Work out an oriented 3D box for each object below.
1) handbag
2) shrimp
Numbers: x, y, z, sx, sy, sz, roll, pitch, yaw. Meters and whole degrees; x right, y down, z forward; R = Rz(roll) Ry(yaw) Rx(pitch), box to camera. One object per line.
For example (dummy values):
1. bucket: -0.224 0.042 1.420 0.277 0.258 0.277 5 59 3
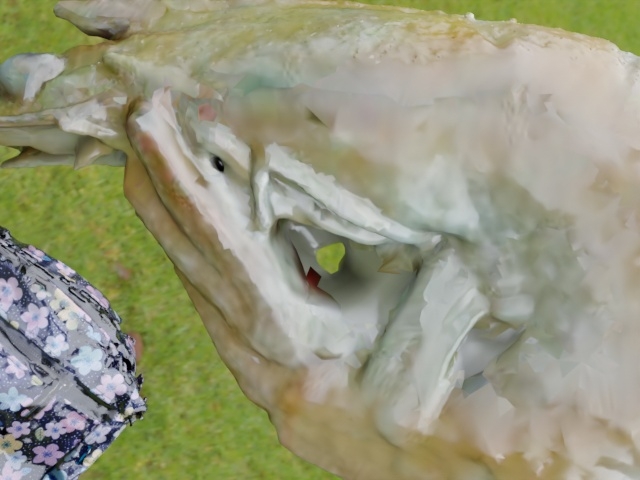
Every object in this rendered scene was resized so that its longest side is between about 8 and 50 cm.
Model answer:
1. handbag: -0.262 0.106 0.966 0.228 0.127 0.208 40 86 -9
2. shrimp: 0.000 0.000 0.419 0.077 0.317 0.168 37 61 -80
